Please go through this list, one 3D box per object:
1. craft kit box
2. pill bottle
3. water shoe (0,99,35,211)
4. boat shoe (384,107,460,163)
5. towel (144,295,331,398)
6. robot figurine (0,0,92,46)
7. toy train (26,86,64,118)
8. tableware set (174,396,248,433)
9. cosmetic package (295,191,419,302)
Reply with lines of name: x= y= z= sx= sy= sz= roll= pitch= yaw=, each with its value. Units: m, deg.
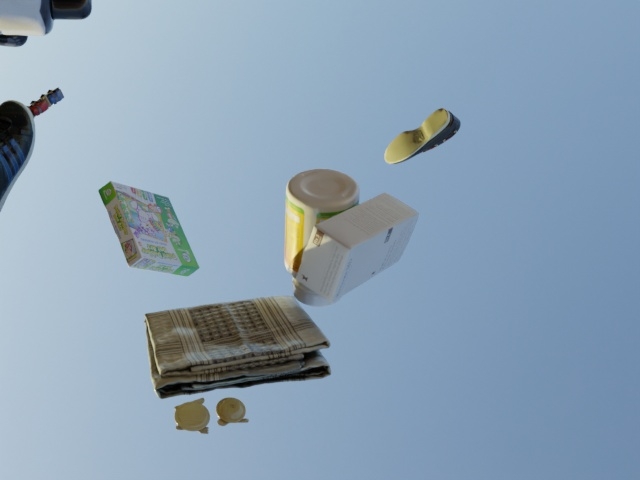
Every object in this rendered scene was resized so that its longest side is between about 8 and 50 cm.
craft kit box: x=-0.463 y=-0.027 z=2.366 sx=0.061 sy=0.250 sz=0.246 roll=-32 pitch=-111 yaw=21
pill bottle: x=0.000 y=0.000 z=1.661 sx=0.137 sy=0.245 sz=0.136 roll=2 pitch=-146 yaw=-1
water shoe: x=-0.460 y=-0.116 z=1.230 sx=0.073 sy=0.080 sz=0.203 roll=11 pitch=-109 yaw=2
boat shoe: x=0.157 y=-0.154 z=1.351 sx=0.133 sy=0.042 sz=0.048 roll=-33 pitch=-127 yaw=32
towel: x=-0.159 y=0.177 z=1.590 sx=0.312 sy=0.056 sz=0.324 roll=-5 pitch=-160 yaw=-14
robot figurine: x=-0.451 y=-0.365 z=1.172 sx=0.278 sy=0.209 sz=0.173 roll=-1 pitch=-166 yaw=-14
toy train: x=-0.532 y=-0.249 z=1.640 sx=0.036 sy=0.027 sz=0.158 roll=-7 pitch=-151 yaw=29
tableware set: x=-0.208 y=0.283 z=1.601 sx=0.141 sy=0.020 sz=0.168 roll=-3 pitch=-135 yaw=-21
cosmetic package: x=0.067 y=0.008 z=1.507 sx=0.086 sy=0.117 sz=0.231 roll=33 pitch=-146 yaw=21
